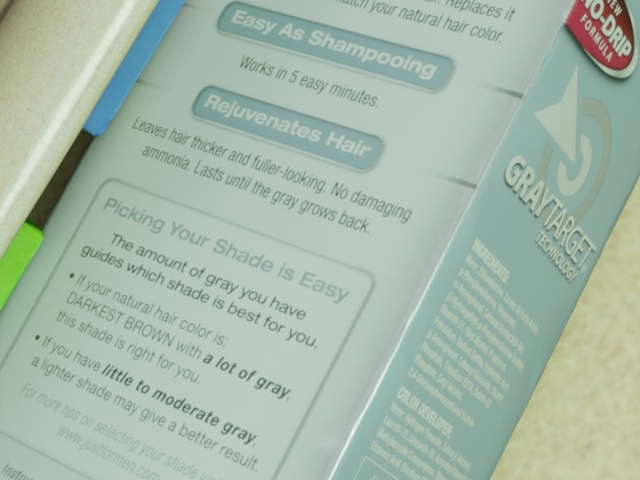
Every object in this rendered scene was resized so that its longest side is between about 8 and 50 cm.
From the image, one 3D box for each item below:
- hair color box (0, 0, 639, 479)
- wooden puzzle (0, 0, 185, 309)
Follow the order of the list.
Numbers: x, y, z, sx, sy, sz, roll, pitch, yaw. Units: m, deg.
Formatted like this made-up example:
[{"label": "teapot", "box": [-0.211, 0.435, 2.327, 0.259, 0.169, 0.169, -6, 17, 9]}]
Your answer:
[{"label": "hair color box", "box": [0.000, 0.000, 0.706, 0.185, 0.113, 0.374, 20, 77, 36]}, {"label": "wooden puzzle", "box": [-0.153, -0.060, 0.779, 0.322, 0.080, 0.348, -59, 24, -1]}]
